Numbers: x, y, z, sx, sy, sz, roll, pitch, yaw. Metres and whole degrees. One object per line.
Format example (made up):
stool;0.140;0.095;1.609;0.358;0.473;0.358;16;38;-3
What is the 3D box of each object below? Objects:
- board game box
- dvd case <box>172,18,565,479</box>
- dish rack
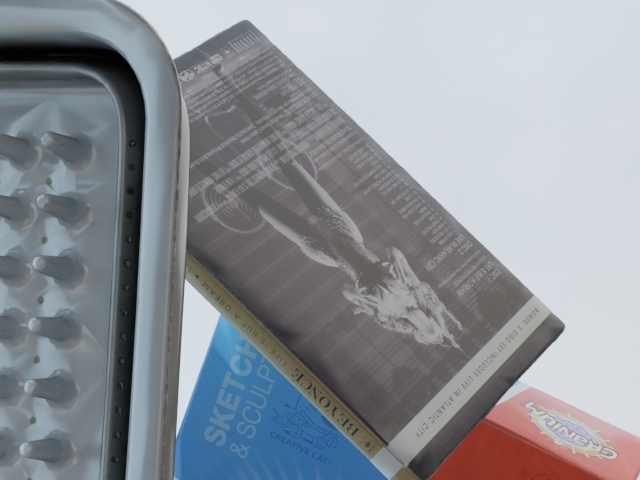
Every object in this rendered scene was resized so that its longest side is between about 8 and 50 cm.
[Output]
board game box;0.015;0.201;1.128;0.064;0.242;0.316;-42;-26;-62
dvd case;0.000;0.000;0.913;0.018;0.221;0.164;-51;-7;36
dish rack;-0.199;0.046;0.818;0.072;0.333;0.285;18;-106;-66
